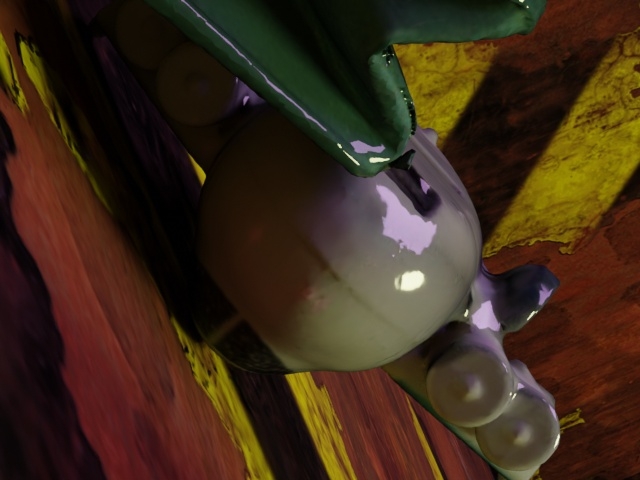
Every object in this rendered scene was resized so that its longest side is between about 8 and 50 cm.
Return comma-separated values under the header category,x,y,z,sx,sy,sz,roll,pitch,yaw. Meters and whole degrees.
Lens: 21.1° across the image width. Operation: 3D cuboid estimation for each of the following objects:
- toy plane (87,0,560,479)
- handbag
category,x,y,z,sx,sy,sz,roll,pitch,yaw
toy plane,0.004,-0.004,0.715,0.267,0.122,0.267,47,4,-5
handbag,-0.049,-0.177,0.573,0.274,0.100,0.269,38,21,-34
